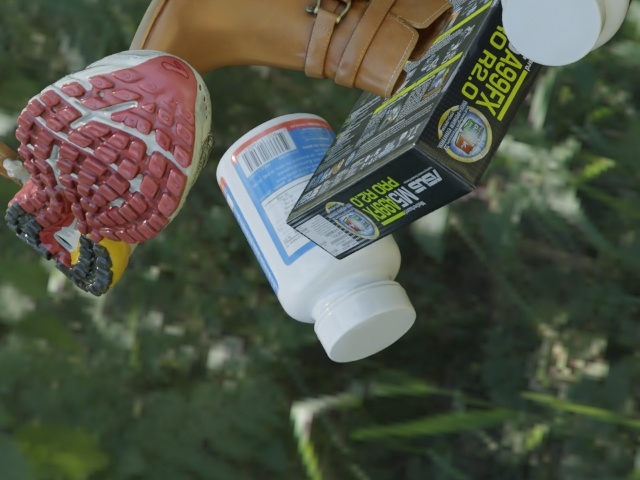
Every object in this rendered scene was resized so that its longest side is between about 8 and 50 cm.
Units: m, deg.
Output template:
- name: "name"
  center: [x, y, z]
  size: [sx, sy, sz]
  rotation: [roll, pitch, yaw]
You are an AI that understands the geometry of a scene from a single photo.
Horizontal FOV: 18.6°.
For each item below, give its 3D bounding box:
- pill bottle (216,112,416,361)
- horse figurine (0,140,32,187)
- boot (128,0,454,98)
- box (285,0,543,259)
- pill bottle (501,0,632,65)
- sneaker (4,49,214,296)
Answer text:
- name: "pill bottle"
  center: [0.000, 0.000, 1.844]
  size: [0.124, 0.124, 0.221]
  rotation: [-51, 57, 42]
- name: "horse figurine"
  center: [-0.358, -0.102, 1.628]
  size: [0.263, 0.174, 0.066]
  rotation: [7, 72, 32]
- name: "boot"
  center: [-0.021, -0.127, 1.231]
  size: [0.197, 0.152, 0.073]
  rotation: [-52, -11, -23]
- name: "box"
  center: [0.090, -0.110, 1.539]
  size: [0.216, 0.060, 0.270]
  rotation: [-59, 12, -22]
- name: "pill bottle"
  center: [0.169, -0.176, 1.307]
  size: [0.086, 0.086, 0.152]
  rotation: [-58, 1, 35]
- name: "sneaker"
  center: [-0.098, -0.050, 0.976]
  size: [0.092, 0.088, 0.225]
  rotation: [-52, 5, -22]
